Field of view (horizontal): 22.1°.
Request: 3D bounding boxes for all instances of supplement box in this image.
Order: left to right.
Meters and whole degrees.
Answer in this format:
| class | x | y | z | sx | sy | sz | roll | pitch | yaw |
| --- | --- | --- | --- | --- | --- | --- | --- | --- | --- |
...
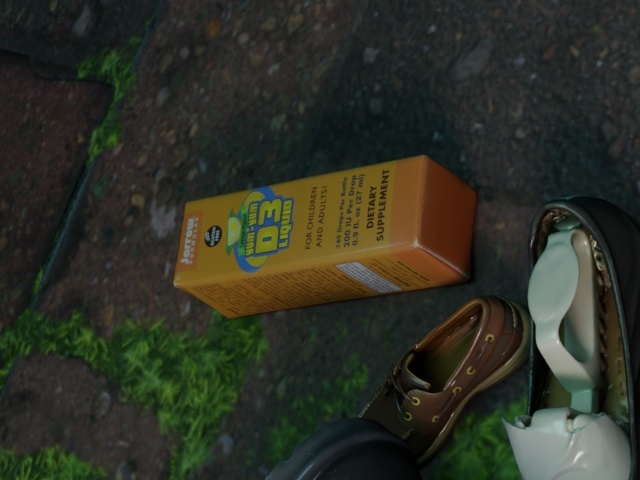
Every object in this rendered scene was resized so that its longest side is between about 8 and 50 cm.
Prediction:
| class | x | y | z | sx | sy | sz | roll | pitch | yaw |
| --- | --- | --- | --- | --- | --- | --- | --- | --- | --- |
| supplement box | 0.000 | 0.000 | 1.238 | 0.233 | 0.080 | 0.078 | -12 | 63 | 37 |

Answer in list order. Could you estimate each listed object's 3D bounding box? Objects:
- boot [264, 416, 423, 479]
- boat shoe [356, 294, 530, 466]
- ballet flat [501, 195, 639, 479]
| class | x | y | z | sx | sy | sz | roll | pitch | yaw |
| --- | --- | --- | --- | --- | --- | --- | --- | --- | --- |
| boot | 0.082 | 0.366 | 0.970 | 0.445 | 0.146 | 0.367 | 34 | 102 | 45 |
| boat shoe | 0.071 | 0.102 | 1.149 | 0.178 | 0.060 | 0.064 | -46 | 50 | 14 |
| ballet flat | 0.161 | 0.100 | 1.055 | 0.095 | 0.096 | 0.280 | -15 | 63 | 33 |
